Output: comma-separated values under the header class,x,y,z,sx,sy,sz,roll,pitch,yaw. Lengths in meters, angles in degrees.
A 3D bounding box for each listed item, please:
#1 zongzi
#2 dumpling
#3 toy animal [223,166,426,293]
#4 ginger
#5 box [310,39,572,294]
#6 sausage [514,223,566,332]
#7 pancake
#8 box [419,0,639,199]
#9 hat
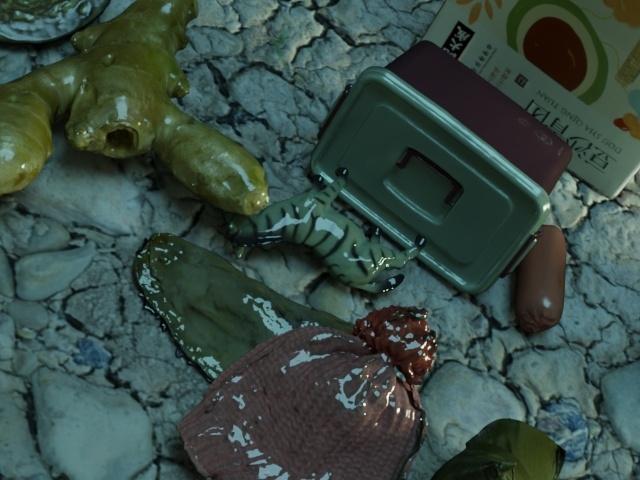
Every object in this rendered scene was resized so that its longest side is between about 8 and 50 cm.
class,x,y,z,sx,sy,sz,roll,pitch,yaw
zongzi,0.192,0.230,1.625,0.123,0.289,0.260,28,46,14
dumpling,-0.061,0.097,1.743,0.332,0.086,0.166,23,44,-3
toy animal,0.002,-0.003,1.866,0.217,0.073,0.176,38,52,-1
ginger,-0.261,-0.168,1.840,0.363,0.122,0.348,-3,46,-17
box,0.157,-0.101,1.946,0.294,0.193,0.167,38,41,5
sausage,0.274,0.047,1.969,0.062,0.062,0.154,21,47,-12
pancake,-0.372,-0.343,1.934,0.250,0.031,0.250,7,67,-18
box,0.361,-0.296,2.068,0.344,0.385,0.122,37,46,4
hat,0.014,0.180,1.657,0.237,0.107,0.286,41,79,-4
